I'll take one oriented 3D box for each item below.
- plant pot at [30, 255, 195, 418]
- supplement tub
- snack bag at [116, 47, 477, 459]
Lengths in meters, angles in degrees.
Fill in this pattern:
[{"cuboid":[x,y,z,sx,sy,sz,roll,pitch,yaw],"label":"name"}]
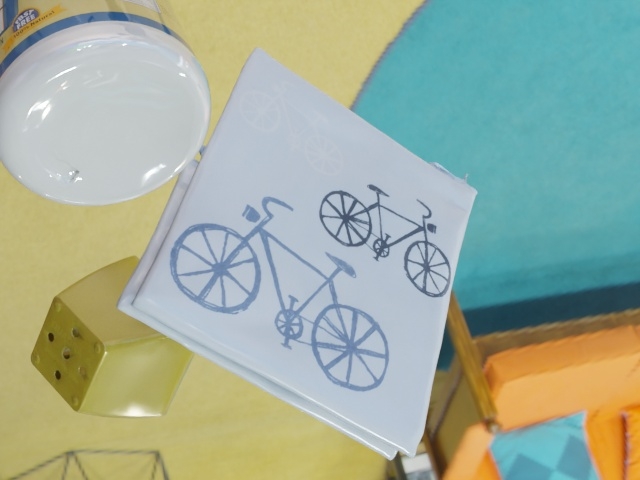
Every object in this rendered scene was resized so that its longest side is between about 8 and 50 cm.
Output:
[{"cuboid":[-0.358,0.176,1.591,0.187,0.212,0.212,-9,132,-54],"label":"plant pot"},{"cuboid":[-0.170,-0.138,0.660,0.144,0.200,0.144,-17,142,-14],"label":"supplement tub"},{"cuboid":[0.000,0.000,0.941,0.323,0.343,0.037,31,146,-19],"label":"snack bag"}]
